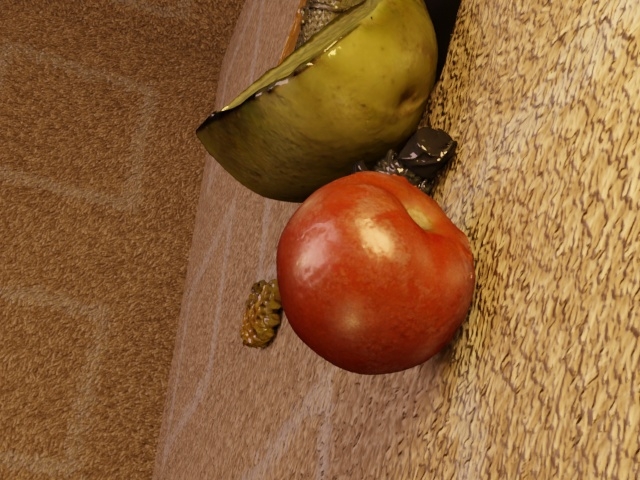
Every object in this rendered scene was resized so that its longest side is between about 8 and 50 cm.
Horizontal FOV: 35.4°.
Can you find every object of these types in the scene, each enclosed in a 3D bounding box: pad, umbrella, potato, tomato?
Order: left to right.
[{"bbox_3d":[0.044,-0.029,1.281,0.128,0.154,0.336,55,147,16],"label":"umbrella"},{"bbox_3d":[0.049,-0.175,1.299,0.330,0.212,0.280,-41,13,-14],"label":"potato"},{"bbox_3d":[0.052,0.037,1.042,0.184,0.208,0.208,-51,24,25],"label":"tomato"},{"bbox_3d":[0.149,-0.304,1.431,0.267,0.004,0.181,-146,70,-75],"label":"pad"}]

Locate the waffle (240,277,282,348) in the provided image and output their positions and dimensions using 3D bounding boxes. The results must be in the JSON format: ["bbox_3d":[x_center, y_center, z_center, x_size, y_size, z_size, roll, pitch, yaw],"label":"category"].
[{"bbox_3d":[-0.116,0.134,1.966,0.194,0.051,0.148,138,142,-68],"label":"waffle"}]

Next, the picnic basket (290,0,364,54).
[{"bbox_3d":[0.043,-0.336,1.559,0.134,0.154,0.196,-92,18,-55],"label":"picnic basket"}]

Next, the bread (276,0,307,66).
[{"bbox_3d":[0.004,-0.317,1.748,0.179,0.133,0.250,-113,40,-71],"label":"bread"}]
